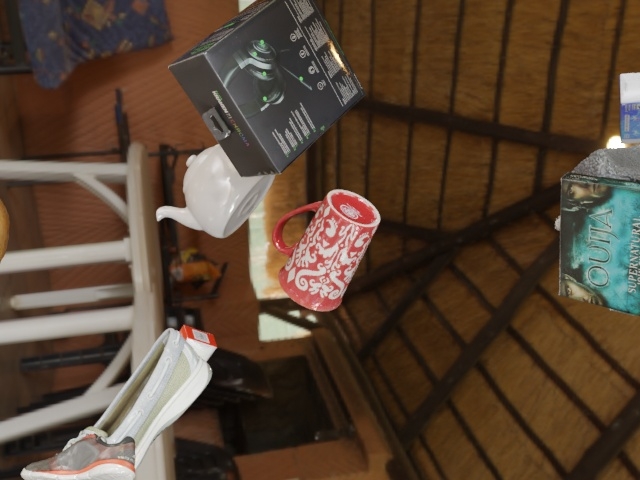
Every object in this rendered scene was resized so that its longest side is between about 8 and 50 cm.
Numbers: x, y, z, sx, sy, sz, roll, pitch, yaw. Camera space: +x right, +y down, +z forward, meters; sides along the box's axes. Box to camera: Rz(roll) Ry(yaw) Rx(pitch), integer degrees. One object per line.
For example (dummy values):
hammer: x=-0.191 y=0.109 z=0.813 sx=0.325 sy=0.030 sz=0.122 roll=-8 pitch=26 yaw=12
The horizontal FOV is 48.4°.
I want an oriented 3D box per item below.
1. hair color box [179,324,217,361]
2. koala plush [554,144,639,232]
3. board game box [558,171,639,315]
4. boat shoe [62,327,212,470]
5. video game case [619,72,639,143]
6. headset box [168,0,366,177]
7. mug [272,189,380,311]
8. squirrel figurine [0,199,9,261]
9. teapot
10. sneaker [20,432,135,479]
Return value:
hair color box: x=-0.273 y=0.239 z=1.402 sx=0.141 sy=0.072 sz=0.043 roll=-53 pitch=-144 yaw=16
koala plush: x=0.478 y=-0.020 z=1.128 sx=0.196 sy=0.203 sz=0.221 roll=60 pitch=-35 yaw=24
board game box: x=0.384 y=0.006 z=0.952 sx=0.126 sy=0.026 sz=0.186 roll=14 pitch=-55 yaw=38
boat shoe: x=-0.299 y=0.271 z=1.057 sx=0.118 sy=0.320 sz=0.103 roll=-8 pitch=-58 yaw=54
video game case: x=0.682 y=-0.246 z=1.308 sx=0.269 sy=0.244 sz=0.061 roll=19 pitch=71 yaw=-66
headset box: x=-0.094 y=-0.282 z=1.281 sx=0.131 sy=0.283 sz=0.246 roll=2 pitch=-48 yaw=51
mug: x=0.001 y=0.006 z=1.117 sx=0.113 sy=0.150 sz=0.169 roll=-76 pitch=-168 yaw=-57
squirrel figurine: x=-0.677 y=-0.005 z=1.052 sx=0.397 sy=0.370 sz=0.281 roll=34 pitch=-34 yaw=34
teapot: x=-0.240 y=-0.147 z=1.722 sx=0.252 sy=0.187 sz=0.256 roll=-55 pitch=174 yaw=38
sneaker: x=-0.298 y=0.278 z=0.897 sx=0.061 sy=0.158 sz=0.065 roll=68 pitch=19 yaw=-46
